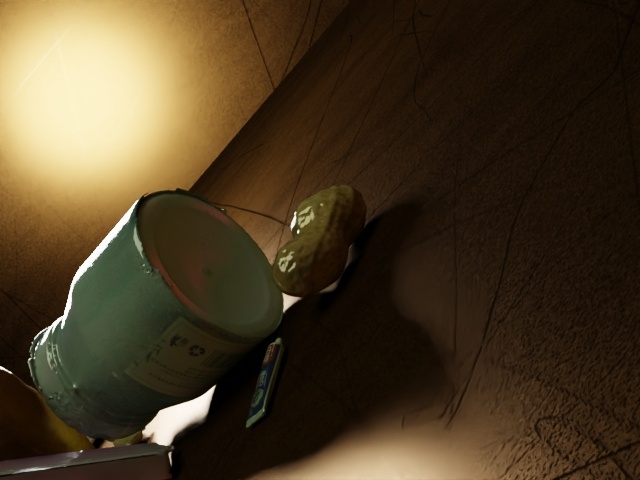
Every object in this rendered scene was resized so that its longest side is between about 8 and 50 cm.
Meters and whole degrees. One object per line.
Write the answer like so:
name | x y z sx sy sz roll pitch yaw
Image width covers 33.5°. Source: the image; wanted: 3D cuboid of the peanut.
peanut | -0.002 0.000 1.317 0.089 0.089 0.193 -38 16 41

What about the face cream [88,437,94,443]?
face cream | -0.385 0.240 1.925 0.235 0.137 0.420 -25 40 57

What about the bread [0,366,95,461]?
bread | -0.452 0.291 1.466 0.183 0.236 0.389 -62 -28 -21

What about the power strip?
power strip | -0.316 0.286 1.303 0.109 0.278 0.038 172 94 -69

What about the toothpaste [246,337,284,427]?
toothpaste | -0.061 0.160 1.234 0.037 0.021 0.140 -44 18 32

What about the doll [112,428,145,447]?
doll | -0.289 0.299 1.577 0.061 0.051 0.093 -58 -13 -27

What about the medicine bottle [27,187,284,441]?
medicine bottle | -0.230 0.110 1.421 0.290 0.245 0.245 -42 16 27
